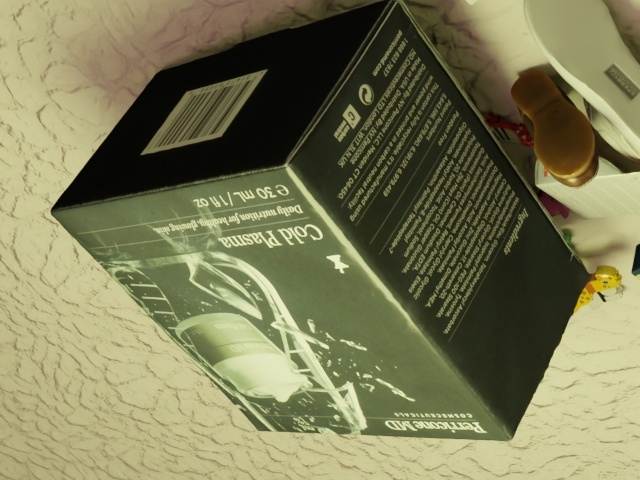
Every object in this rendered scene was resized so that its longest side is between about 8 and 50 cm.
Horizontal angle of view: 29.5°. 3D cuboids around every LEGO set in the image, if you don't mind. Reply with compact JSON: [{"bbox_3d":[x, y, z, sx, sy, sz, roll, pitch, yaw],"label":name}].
[{"bbox_3d":[0.356,0.027,1.655,0.093,0.087,0.227,-17,125,36],"label":"LEGO set"}]

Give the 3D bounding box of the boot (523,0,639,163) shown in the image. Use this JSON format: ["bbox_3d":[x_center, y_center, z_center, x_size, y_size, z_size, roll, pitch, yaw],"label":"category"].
[{"bbox_3d":[0.324,-0.192,1.443,0.258,0.095,0.123,52,174,4],"label":"boot"}]

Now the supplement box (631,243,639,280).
[{"bbox_3d":[0.477,0.033,1.628,0.083,0.056,0.083,38,136,-16],"label":"supplement box"}]

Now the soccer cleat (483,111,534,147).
[{"bbox_3d":[0.246,-0.138,1.581,0.083,0.029,0.036,22,147,7],"label":"soccer cleat"}]

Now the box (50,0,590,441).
[{"bbox_3d":[0.000,0.000,1.573,0.480,0.297,0.472,-8,132,47],"label":"box"}]

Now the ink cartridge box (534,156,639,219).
[{"bbox_3d":[0.379,-0.074,1.516,0.179,0.045,0.145,-9,158,36],"label":"ink cartridge box"}]

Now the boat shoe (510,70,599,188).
[{"bbox_3d":[0.290,-0.126,1.454,0.073,0.207,0.073,-29,127,15],"label":"boat shoe"}]

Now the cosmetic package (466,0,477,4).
[{"bbox_3d":[0.224,-0.421,1.197,0.197,0.155,0.365,41,139,-20],"label":"cosmetic package"}]
